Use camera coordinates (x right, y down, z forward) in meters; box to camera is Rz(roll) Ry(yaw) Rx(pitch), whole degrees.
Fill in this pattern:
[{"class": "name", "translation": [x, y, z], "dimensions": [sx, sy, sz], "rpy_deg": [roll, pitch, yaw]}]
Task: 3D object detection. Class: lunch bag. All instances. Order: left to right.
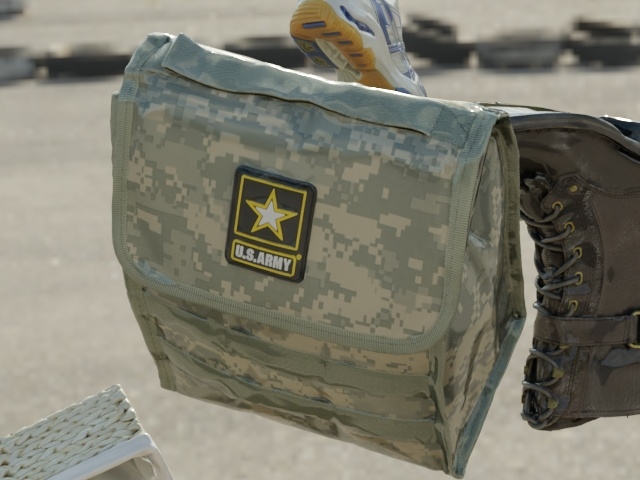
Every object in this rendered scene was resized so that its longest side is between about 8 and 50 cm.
[{"class": "lunch bag", "translation": [0.000, 0.000, 1.218], "dimensions": [0.235, 0.287, 0.169], "rpy_deg": [15, 57, 18]}]

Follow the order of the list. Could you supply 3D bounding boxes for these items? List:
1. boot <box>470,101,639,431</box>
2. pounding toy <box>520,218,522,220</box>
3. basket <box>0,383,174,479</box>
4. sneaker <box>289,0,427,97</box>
[{"class": "boot", "translation": [0.172, 0.023, 1.357], "dimensions": [0.263, 0.229, 0.091], "rpy_deg": [5, 6, -28]}, {"class": "pounding toy", "translation": [0.275, -0.028, 1.935], "dimensions": [0.100, 0.141, 0.130], "rpy_deg": [35, -10, 24]}, {"class": "basket", "translation": [-0.246, 0.241, 1.991], "dimensions": [0.167, 0.113, 0.103], "rpy_deg": [-24, 48, -5]}, {"class": "sneaker", "translation": [0.068, -0.225, 2.216], "dimensions": [0.112, 0.131, 0.296], "rpy_deg": [5, -26, 25]}]
